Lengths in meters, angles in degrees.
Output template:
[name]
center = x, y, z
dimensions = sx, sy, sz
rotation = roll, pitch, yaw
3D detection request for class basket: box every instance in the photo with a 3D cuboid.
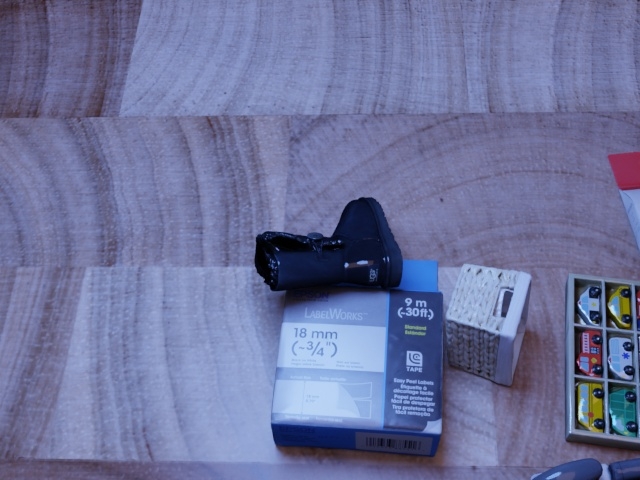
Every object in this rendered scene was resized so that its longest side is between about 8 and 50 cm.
[basket]
center = 0.247, 0.124, 1.233
dimensions = 0.103, 0.167, 0.113
rotation = 13, 59, 19

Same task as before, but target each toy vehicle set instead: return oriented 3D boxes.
[toy vehicle set]
center = 0.456, 0.181, 1.255
dimensions = 0.166, 0.035, 0.267
rotation = 6, 58, 7

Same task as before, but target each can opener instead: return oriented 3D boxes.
[can opener]
center = 0.423, 0.328, 1.127
dimensions = 0.283, 0.095, 0.076
rotation = -11, 60, 5

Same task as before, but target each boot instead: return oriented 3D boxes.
[boot]
center = 0.000, 0.000, 1.296
dimensions = 0.207, 0.094, 0.246
rotation = 1, 26, -11

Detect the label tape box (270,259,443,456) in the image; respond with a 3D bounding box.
[label tape box]
center = 0.062, 0.143, 1.264
dimensions = 0.241, 0.106, 0.333
rotation = 3, 58, 5

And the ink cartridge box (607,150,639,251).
[ink cartridge box]
center = 0.604, -0.079, 1.401
dimensions = 0.181, 0.056, 0.224
rotation = -5, 59, 0
